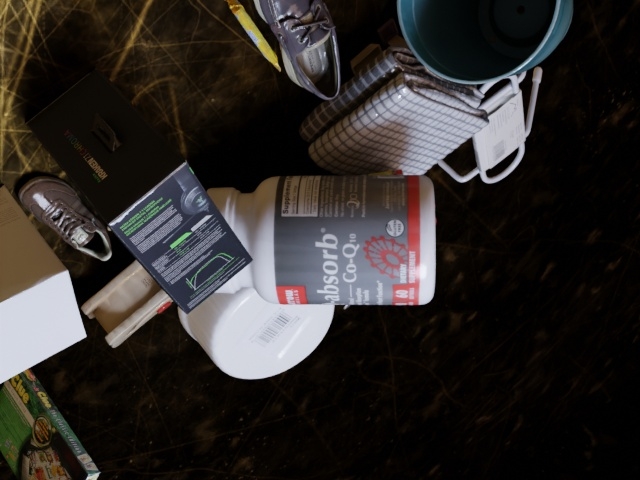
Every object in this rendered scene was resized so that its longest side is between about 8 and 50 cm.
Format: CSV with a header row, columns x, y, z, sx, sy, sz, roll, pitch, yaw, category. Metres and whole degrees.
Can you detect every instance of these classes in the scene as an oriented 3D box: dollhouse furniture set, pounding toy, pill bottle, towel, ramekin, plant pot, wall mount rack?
x,y,z,sx,sy,sz,roll,pitch,yaw,category
0.118,-0.300,1.703,0.114,0.081,0.091,-42,147,-6,dollhouse furniture set
-0.290,0.040,1.633,0.269,0.155,0.154,-40,176,8,pounding toy
0.000,0.000,1.596,0.362,0.210,0.210,-1,140,4,pill bottle
0.132,-0.214,1.720,0.235,0.121,0.283,-38,153,31,towel
-0.109,0.123,1.818,0.277,0.135,0.277,-18,132,-22,ramekin
0.305,-0.399,1.662,0.255,0.271,0.272,-15,138,-60,plant pot
0.354,-0.277,1.948,0.304,0.130,0.350,-38,152,-6,wall mount rack

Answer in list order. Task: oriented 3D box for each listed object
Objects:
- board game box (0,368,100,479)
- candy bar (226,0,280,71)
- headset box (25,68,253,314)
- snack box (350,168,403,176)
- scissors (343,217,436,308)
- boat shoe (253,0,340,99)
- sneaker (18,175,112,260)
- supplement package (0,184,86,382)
x,y,z,sx,sy,sz,roll,pitch,yaw,category
-0.452,0.331,1.590,0.030,0.260,0.136,4,123,-50,board game box
-0.099,-0.312,1.488,0.018,0.040,0.161,-37,147,4,candy bar
-0.254,-0.071,1.391,0.131,0.246,0.283,-40,146,-7,headset box
0.056,-0.060,1.775,0.207,0.070,0.174,-8,165,7,snack box
0.144,0.028,2.149,0.297,0.021,0.109,-42,149,-4,scissors
-0.024,-0.325,1.509,0.103,0.092,0.285,-37,146,-12,boat shoe
-0.367,-0.031,1.466,0.066,0.071,0.188,-45,148,0,sneaker
-0.461,0.070,1.351,0.194,0.203,0.149,-29,143,-24,supplement package
